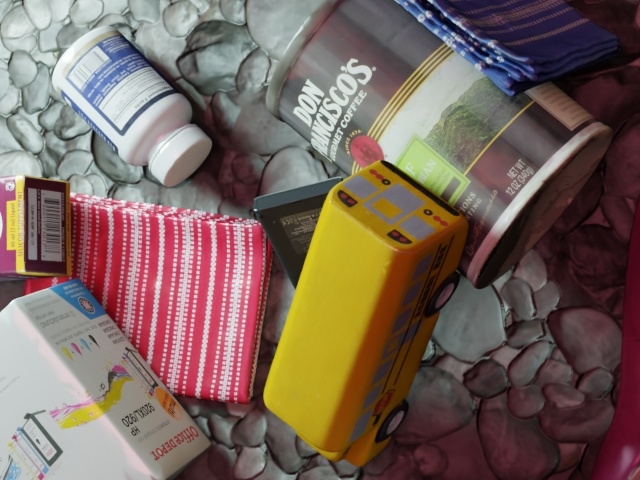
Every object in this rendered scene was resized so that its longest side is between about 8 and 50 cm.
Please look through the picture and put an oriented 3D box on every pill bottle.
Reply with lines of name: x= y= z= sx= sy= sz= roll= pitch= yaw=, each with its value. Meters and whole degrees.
pill bottle: x=-0.196 y=-0.138 z=1.772 sx=0.169 sy=0.094 sz=0.094 roll=45 pitch=99 yaw=13

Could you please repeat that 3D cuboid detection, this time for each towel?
towel: x=0.124 y=-0.269 z=1.616 sx=0.336 sy=0.243 sz=0.040 roll=43 pitch=122 yaw=16
towel: x=-0.192 y=0.059 z=1.791 sx=0.274 sy=0.031 sz=0.199 roll=8 pitch=89 yaw=16

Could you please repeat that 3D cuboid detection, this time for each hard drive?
hard drive: x=0.000 y=0.000 z=1.697 sx=0.094 sy=0.135 sz=0.022 roll=-14 pitch=41 yaw=14

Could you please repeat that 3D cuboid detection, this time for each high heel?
high heel: x=0.311 y=0.133 z=1.628 sx=0.181 sy=0.127 sz=0.377 roll=37 pitch=102 yaw=44

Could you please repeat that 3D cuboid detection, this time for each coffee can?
coffee can: x=0.114 y=-0.116 z=1.627 sx=0.275 sy=0.201 sz=0.201 roll=41 pitch=97 yaw=14

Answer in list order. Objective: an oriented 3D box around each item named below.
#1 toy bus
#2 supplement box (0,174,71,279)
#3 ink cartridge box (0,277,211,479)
toy bus: x=0.037 y=0.086 z=1.593 sx=0.108 sy=0.130 sz=0.333 roll=36 pitch=132 yaw=21
supplement box: x=-0.363 y=-0.009 z=1.794 sx=0.188 sy=0.081 sz=0.104 roll=-4 pitch=84 yaw=30
ink cartridge box: x=-0.262 y=0.187 z=1.711 sx=0.168 sy=0.171 sz=0.233 roll=-41 pitch=85 yaw=15
